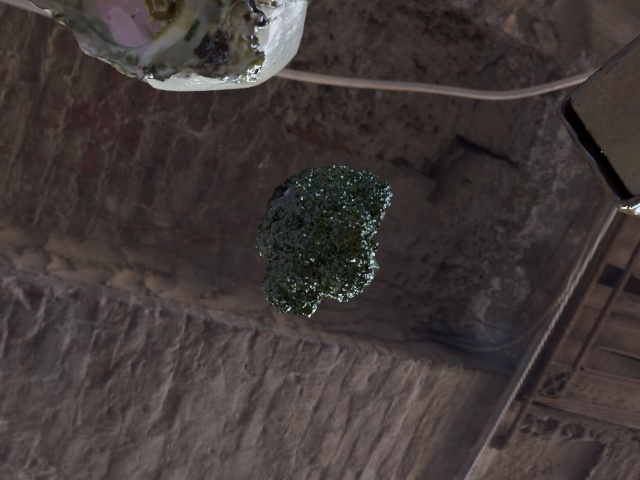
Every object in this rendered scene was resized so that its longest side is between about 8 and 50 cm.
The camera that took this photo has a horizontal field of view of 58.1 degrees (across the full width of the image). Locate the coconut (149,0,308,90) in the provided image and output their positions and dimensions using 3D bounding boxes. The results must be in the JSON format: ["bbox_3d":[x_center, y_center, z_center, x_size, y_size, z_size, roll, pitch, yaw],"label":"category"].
[{"bbox_3d":[-0.219,-0.434,1.013,0.346,0.360,0.347,173,-90,-70],"label":"coconut"}]

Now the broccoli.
[{"bbox_3d":[0.000,0.000,0.578,0.145,0.138,0.162,3,-123,48],"label":"broccoli"}]

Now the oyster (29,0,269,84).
[{"bbox_3d":[-0.219,-0.301,0.701,0.201,0.354,0.107,-47,-178,12],"label":"oyster"}]

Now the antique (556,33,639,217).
[{"bbox_3d":[0.289,-0.132,0.304,0.310,0.087,0.093,-44,-129,39],"label":"antique"}]
